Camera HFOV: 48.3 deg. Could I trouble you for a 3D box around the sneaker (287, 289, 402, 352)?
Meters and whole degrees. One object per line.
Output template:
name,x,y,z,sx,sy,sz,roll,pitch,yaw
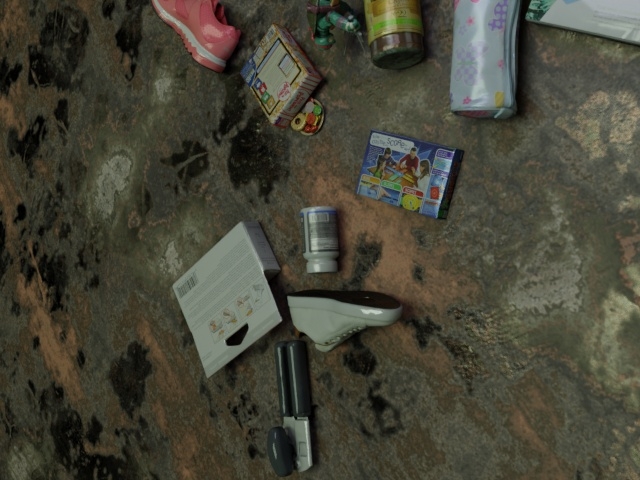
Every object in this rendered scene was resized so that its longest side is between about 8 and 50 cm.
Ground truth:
sneaker,0.054,0.167,1.446,0.290,0.106,0.123,0,98,48

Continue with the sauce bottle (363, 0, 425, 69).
sauce bottle,0.130,-0.512,1.382,0.111,0.111,0.344,-13,82,39

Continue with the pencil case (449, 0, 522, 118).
pencil case,0.293,-0.346,1.239,0.124,0.114,0.273,7,94,38

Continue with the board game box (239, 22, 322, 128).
board game box,-0.093,-0.369,1.595,0.146,0.045,0.193,-49,53,28

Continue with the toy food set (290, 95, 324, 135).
toy food set,-0.026,-0.272,1.566,0.083,0.020,0.082,33,109,36

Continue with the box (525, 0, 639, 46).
box,0.485,-0.478,1.115,0.232,0.058,0.321,28,107,37

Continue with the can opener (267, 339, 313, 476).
can opener,-0.070,0.360,1.537,0.076,0.095,0.283,-11,82,39

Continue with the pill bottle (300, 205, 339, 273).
pill bottle,0.000,0.000,1.499,0.078,0.078,0.137,-7,85,40

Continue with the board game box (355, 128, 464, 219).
board game box,0.169,-0.132,1.388,0.201,0.035,0.136,22,103,38

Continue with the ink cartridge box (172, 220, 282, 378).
ink cartridge box,-0.206,0.141,1.676,0.296,0.066,0.261,-39,65,33

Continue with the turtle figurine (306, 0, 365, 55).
turtle figurine,0.030,-0.454,1.393,0.175,0.118,0.234,-98,9,-54

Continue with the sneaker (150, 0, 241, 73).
sneaker,-0.299,-0.554,1.764,0.136,0.116,0.314,-46,68,18
